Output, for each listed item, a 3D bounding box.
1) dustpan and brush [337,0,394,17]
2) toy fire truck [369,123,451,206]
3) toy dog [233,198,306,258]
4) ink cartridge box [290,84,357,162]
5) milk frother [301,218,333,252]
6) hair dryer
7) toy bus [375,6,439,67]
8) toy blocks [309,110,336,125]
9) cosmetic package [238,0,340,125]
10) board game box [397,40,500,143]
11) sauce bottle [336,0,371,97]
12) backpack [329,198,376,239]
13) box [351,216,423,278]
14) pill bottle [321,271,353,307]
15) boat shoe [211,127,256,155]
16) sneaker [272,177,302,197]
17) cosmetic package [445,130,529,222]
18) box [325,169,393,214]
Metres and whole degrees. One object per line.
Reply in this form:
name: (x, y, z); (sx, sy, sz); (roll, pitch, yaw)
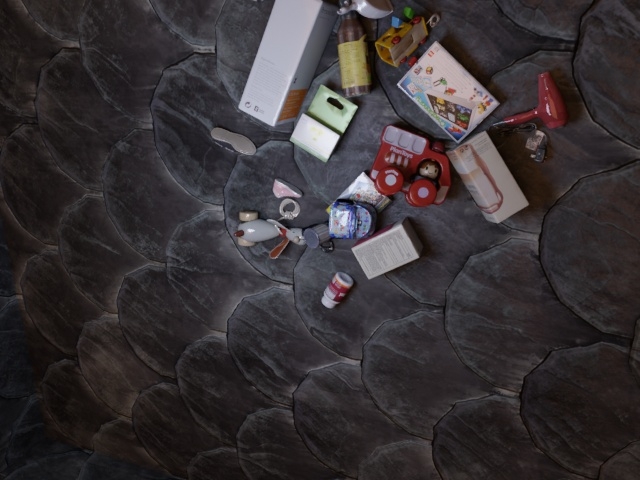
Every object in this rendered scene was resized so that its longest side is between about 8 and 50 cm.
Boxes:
dustpan and brush: (0.140, -0.816, 1.706); (0.060, 0.211, 0.147); (-22, 100, 53)
toy fire truck: (0.339, -0.265, 1.826); (0.302, 0.169, 0.254); (20, 95, 3)
toy dog: (-0.231, -0.034, 2.106); (0.334, 0.161, 0.220); (-12, 104, 23)
ink cartridge box: (0.010, -0.440, 1.881); (0.171, 0.056, 0.235); (33, 118, 5)
milk frother: (0.000, 0.000, 2.047); (0.129, 0.135, 0.143); (-4, 105, 47)
hair dryer: (0.712, -0.420, 1.679); (0.224, 0.080, 0.293); (24, 114, 11)
toy bus: (0.284, -0.705, 1.720); (0.104, 0.202, 0.191); (42, 129, 37)
toy blocks: (0.026, -0.437, 1.936); (0.148, 0.054, 0.123); (19, 112, 13)
cosmetic package: (-0.112, -0.663, 1.814); (0.161, 0.230, 0.453); (29, 116, 8)
board game box: (0.444, -0.515, 1.741); (0.305, 0.053, 0.193); (43, 116, -5)
sauce bottle: (0.116, -0.692, 1.783); (0.111, 0.111, 0.344); (-1, 107, 20)
backpack: (0.127, -0.076, 1.933); (0.173, 0.117, 0.158); (10, 103, 9)
box: (0.266, 0.029, 1.967); (0.232, 0.127, 0.148); (-26, 97, 25)
pill bottle: (0.069, 0.214, 2.124); (0.086, 0.086, 0.152); (35, 117, 6)
boat shoe: (-0.363, -0.407, 2.096); (0.206, 0.075, 0.065); (26, 158, 4)
sneaker: (-0.141, -0.200, 2.080); (0.134, 0.051, 0.070); (31, 117, 11)
cosmetic package: (0.578, -0.220, 1.740); (0.129, 0.153, 0.296); (-33, 94, 5)
box: (0.153, -0.143, 1.994); (0.159, 0.044, 0.233); (46, 116, 0)
